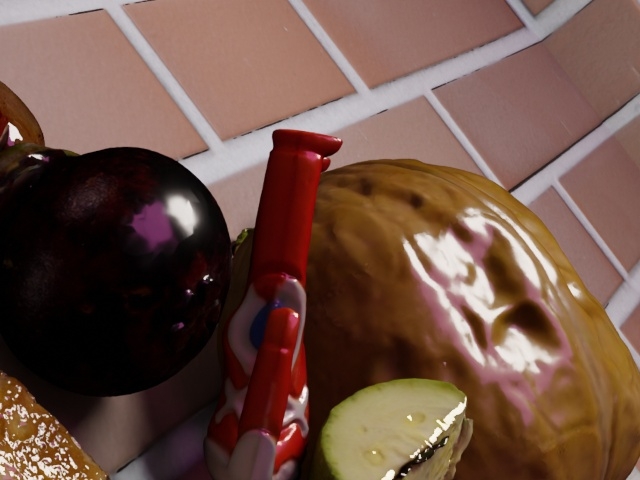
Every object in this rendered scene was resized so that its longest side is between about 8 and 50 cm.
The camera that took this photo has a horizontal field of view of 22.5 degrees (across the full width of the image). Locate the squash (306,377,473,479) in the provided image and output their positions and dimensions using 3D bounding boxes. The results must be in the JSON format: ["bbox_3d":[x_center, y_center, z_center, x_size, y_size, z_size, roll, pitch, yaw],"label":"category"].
[{"bbox_3d":[0.029,0.244,1.246,0.093,0.252,0.169,23,34,23],"label":"squash"}]

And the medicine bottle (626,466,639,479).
[{"bbox_3d":[0.305,0.321,1.692,0.293,0.141,0.141,55,25,9],"label":"medicine bottle"}]

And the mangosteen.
[{"bbox_3d":[-0.168,0.021,1.246,0.210,0.210,0.210,39,28,-25],"label":"mangosteen"}]

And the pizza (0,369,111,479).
[{"bbox_3d":[-0.181,0.217,1.101,0.197,0.058,0.292,13,44,-43],"label":"pizza"}]

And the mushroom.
[{"bbox_3d":[-0.283,-0.083,1.312,0.135,0.080,0.170,22,34,-31],"label":"mushroom"}]

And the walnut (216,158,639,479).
[{"bbox_3d":[0.095,0.107,1.424,0.398,0.308,0.354,54,27,7],"label":"walnut"}]

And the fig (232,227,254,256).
[{"bbox_3d":[0.005,0.011,1.648,0.148,0.186,0.142,-93,-178,-48],"label":"fig"}]

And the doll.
[{"bbox_3d":[-0.045,0.111,1.206,0.099,0.384,0.188,12,-2,-2],"label":"doll"}]
